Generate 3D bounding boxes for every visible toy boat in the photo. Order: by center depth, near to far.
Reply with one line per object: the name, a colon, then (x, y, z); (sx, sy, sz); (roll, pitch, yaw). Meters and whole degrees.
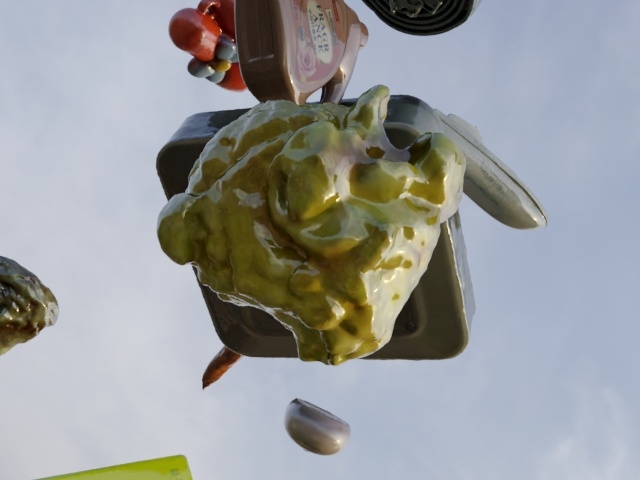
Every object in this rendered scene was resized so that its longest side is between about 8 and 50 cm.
toy boat: (0.245, -0.102, 1.476); (0.260, 0.085, 0.078); (39, -33, -14)

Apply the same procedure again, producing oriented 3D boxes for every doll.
doll: (-0.108, -0.290, 1.438); (0.130, 0.161, 0.290); (45, 14, 24)

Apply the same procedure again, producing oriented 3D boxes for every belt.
belt: (0.131, -0.406, 1.347); (0.207, 0.116, 0.267); (12, -39, 29)

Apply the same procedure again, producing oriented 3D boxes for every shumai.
shumai: (-0.305, 0.072, 0.887); (0.124, 0.087, 0.099); (-18, -59, 35)

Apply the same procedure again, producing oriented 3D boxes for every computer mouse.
computer mouse: (-0.006, 0.180, 0.939); (0.066, 0.039, 0.096); (27, -5, -4)

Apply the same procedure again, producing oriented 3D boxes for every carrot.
carrot: (-0.172, 0.216, 1.904); (0.057, 0.057, 0.224); (38, -58, -8)

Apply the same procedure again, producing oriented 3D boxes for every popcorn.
popcorn: (-0.011, -0.029, 0.945); (0.250, 0.241, 0.235); (27, -22, 6)

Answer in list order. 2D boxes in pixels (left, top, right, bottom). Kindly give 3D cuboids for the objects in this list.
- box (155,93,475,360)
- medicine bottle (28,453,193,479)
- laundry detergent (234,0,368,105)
box: (0.001, 0.001, 1.395); (0.396, 0.111, 0.396); (-2, -57, 22)
medicine bottle: (-0.226, 0.279, 0.836); (0.141, 0.250, 0.137); (-33, -114, 39)
laundry detergent: (-0.011, -0.228, 1.231); (0.076, 0.237, 0.171); (-5, -90, 31)
